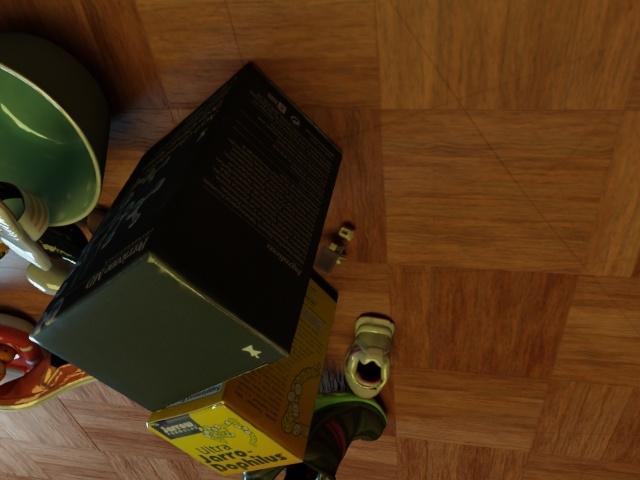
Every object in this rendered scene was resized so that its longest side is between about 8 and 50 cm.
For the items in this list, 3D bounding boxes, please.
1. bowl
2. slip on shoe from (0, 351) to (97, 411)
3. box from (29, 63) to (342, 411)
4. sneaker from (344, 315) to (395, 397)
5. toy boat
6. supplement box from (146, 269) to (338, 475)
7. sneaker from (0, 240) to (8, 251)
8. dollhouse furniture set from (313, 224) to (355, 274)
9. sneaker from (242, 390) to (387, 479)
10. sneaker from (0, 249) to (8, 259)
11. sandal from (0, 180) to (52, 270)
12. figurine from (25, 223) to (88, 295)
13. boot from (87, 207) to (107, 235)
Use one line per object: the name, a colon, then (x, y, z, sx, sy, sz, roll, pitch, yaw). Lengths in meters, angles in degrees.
bowl: (-0.450, -0.186, 0.917, 0.312, 0.163, 0.311, 7, 135, 7)
slip on shoe: (-0.647, 0.315, 1.463, 0.331, 0.123, 0.101, -21, 118, -2)
box: (-0.169, -0.006, 0.859, 0.293, 0.395, 0.212, -29, 122, 35)
sneaker: (0.096, 0.273, 1.280, 0.103, 0.111, 0.252, 7, 136, 8)
toy boat: (-0.789, 0.286, 1.495, 0.151, 0.151, 0.231, 9, 136, 5)
supplement box: (-0.123, 0.205, 1.091, 0.194, 0.356, 0.195, -24, 124, 34)
sneaker: (-0.756, -0.033, 1.192, 0.290, 0.106, 0.123, 13, 134, -1)
dollhouse furniture set: (0.000, 0.000, 1.101, 0.114, 0.091, 0.081, 27, -178, 18)
sneaker: (-0.021, 0.442, 1.335, 0.185, 0.202, 0.483, -14, 162, 38)
sneaker: (-0.706, 0.011, 1.276, 0.083, 0.035, 0.031, 34, 132, -19)
sandal: (-0.456, -0.036, 0.911, 0.102, 0.076, 0.265, 29, 158, 5)
figurine: (-0.478, 0.068, 1.184, 0.209, 0.092, 0.215, 35, 138, 11)
boot: (-0.339, 0.042, 1.201, 0.207, 0.090, 0.248, 16, 141, 17)
